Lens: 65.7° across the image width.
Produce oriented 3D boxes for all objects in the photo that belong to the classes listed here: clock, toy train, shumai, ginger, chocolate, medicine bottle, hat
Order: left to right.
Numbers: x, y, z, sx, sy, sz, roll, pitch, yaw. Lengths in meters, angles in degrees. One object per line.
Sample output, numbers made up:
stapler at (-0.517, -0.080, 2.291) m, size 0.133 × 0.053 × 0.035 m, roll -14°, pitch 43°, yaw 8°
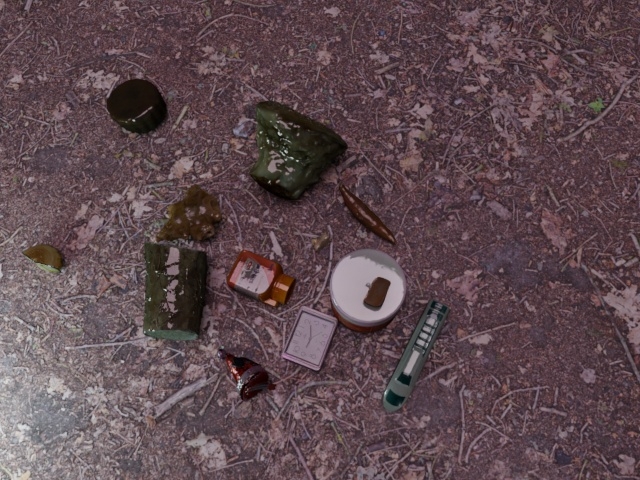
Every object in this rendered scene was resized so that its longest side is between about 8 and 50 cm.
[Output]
ginger at (-0.501, -0.073, 1.884) m, size 0.219 × 0.123 × 0.270 m, roll 41°, pitch 86°, yaw 18°
hat at (-0.273, 0.444, 1.713) m, size 0.227 × 0.129 × 0.140 m, roll 36°, pitch 33°, yaw 30°
medicine bottle at (-0.210, 0.143, 1.798) m, size 0.222 × 0.112 × 0.149 m, roll 21°, pitch 73°, yaw 9°
shumai at (-0.114, -0.327, 1.888) m, size 0.324 × 0.397 × 0.323 m, roll 34°, pitch 106°, yaw 32°
clock at (-0.034, 0.347, 1.747) m, size 0.150 × 0.063 × 0.197 m, roll 20°, pitch 72°, yaw 9°
medicine bottle at (0.158, 0.181, 1.706) m, size 0.253 × 0.241 × 0.252 m, roll 0°, pitch 71°, yaw 1°
chocolate at (0.182, 0.166, 1.567) m, size 0.065 × 0.031 × 0.100 m, roll 15°, pitch 67°, yaw 26°
toy train at (0.327, 0.398, 1.704) m, size 0.086 × 0.088 × 0.407 m, roll 27°, pitch 75°, yaw 10°

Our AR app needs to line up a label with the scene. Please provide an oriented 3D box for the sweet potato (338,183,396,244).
sweet potato at (0.173, -0.089, 1.894) m, size 0.072 × 0.066 × 0.314 m, roll -41°, pitch 77°, yaw -4°

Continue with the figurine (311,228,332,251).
figurine at (0.000, 0.000, 1.883) m, size 0.083 × 0.047 × 0.050 m, roll -42°, pitch 59°, yaw -5°

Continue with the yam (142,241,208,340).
yam at (-0.516, 0.171, 1.739) m, size 0.241 × 0.241 × 0.348 m, roll -2°, pitch 76°, yaw 1°

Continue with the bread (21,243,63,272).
bread at (-1.040, 0.061, 1.871) m, size 0.157 × 0.083 × 0.094 m, roll 10°, pitch 69°, yaw 3°

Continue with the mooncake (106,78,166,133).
mooncake at (-0.759, -0.554, 2.061) m, size 0.228 × 0.124 × 0.228 m, roll -2°, pitch 69°, yaw 6°
